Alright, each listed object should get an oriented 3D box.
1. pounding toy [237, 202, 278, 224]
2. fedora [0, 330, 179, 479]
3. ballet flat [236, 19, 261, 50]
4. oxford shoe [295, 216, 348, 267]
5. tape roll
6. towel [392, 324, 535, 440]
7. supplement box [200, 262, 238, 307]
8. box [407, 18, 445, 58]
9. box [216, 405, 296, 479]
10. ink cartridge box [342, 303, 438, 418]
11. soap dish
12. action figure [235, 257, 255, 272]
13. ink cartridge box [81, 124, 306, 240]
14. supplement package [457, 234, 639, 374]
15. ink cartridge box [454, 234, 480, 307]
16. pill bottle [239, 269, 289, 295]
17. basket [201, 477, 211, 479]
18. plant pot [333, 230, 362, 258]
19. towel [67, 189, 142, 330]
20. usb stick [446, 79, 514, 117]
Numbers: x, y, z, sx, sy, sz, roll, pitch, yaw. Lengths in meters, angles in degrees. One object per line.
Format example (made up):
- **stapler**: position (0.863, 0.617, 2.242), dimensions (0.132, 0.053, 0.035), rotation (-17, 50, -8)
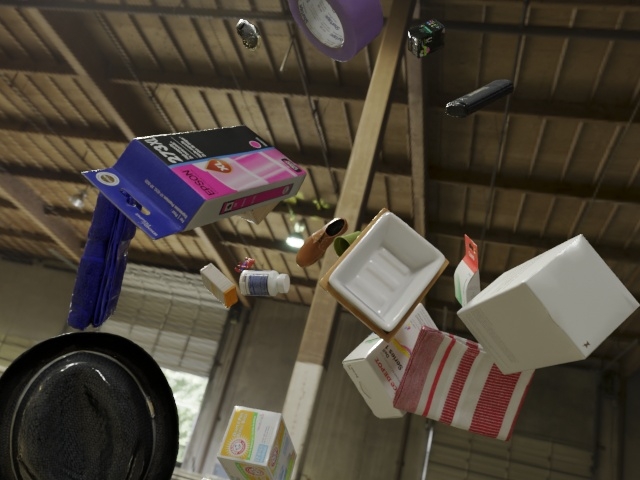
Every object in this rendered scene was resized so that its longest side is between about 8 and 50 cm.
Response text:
- **pounding toy**: position (-0.228, -0.130, 1.806), dimensions (0.141, 0.130, 0.100), rotation (23, -29, 36)
- **fedora**: position (-0.365, 0.303, 0.904), dimensions (0.334, 0.334, 0.152), rotation (21, -19, -12)
- **ballet flat**: position (-0.186, -0.554, 1.601), dimensions (0.049, 0.173, 0.057), rotation (31, -70, -37)
- **oxford shoe**: position (0.000, 0.000, 1.866), dimensions (0.076, 0.212, 0.076), rotation (44, -3, 7)
- **tape roll**: position (0.027, -0.450, 1.149), dimensions (0.189, 0.080, 0.189), rotation (42, -16, 15)
- **towel**: position (0.382, 0.383, 1.564), dimensions (0.329, 0.237, 0.037), rotation (18, 7, -2)
- **supplement box**: position (-0.246, 0.109, 1.434), dimensions (0.098, 0.036, 0.062), rotation (39, -32, 27)
- **box**: position (0.274, -0.521, 1.527), dimensions (0.083, 0.052, 0.062), rotation (-27, -36, -12)
- **box**: position (-0.125, 0.441, 1.213), dimensions (0.103, 0.114, 0.203), rotation (5, -42, 14)
- **ink cartridge box**: position (0.229, 0.345, 1.702), dimensions (0.201, 0.278, 0.117), rotation (57, -35, -5)
- **soap dish**: position (0.163, 0.091, 1.538), dimensions (0.229, 0.291, 0.118), rotation (40, -24, 5)
- **action figure**: position (-0.232, 0.073, 1.828), dimensions (0.030, 0.038, 0.115), rotation (47, -30, -14)
- **ink cartridge box**: position (-0.196, -0.114, 1.017), dimensions (0.176, 0.371, 0.069), rotation (39, -56, 17)
- **supplement package**: position (0.451, 0.142, 1.213), dimensions (0.177, 0.175, 0.293), rotation (53, -20, 7)
- **ink cartridge box**: position (0.477, 0.107, 1.939), dimensions (0.056, 0.224, 0.181), rotation (-9, 12, 3)
- **pill bottle**: position (-0.144, 0.111, 1.540), dimensions (0.120, 0.067, 0.067), rotation (0, -27, 16)
- **basket**: position (-0.293, 0.720, 1.526), dimensions (0.103, 0.167, 0.113), rotation (5, -65, 20)
- **plant pot**: position (0.094, 0.011, 1.724), dimensions (0.083, 0.079, 0.083), rotation (30, -46, 37)
- **towel**: position (-0.462, 0.037, 1.314), dimensions (0.076, 0.308, 0.227), rotation (15, 3, -3)
- **usb stick**: position (0.451, -0.401, 1.661), dimensions (0.077, 0.278, 0.045), rotation (19, -53, 39)
